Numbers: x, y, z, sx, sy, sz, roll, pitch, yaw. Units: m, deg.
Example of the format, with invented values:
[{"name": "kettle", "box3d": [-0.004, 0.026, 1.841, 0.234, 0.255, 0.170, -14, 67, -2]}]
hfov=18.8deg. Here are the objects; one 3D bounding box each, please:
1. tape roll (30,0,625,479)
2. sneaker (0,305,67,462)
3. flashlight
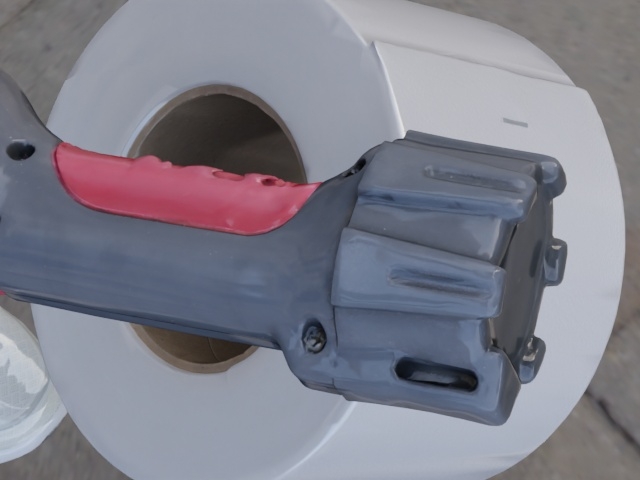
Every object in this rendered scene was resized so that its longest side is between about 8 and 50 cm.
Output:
[{"name": "tape roll", "box3d": [0.000, 0.000, 0.926, 0.169, 0.246, 0.246, 7, 103, -49]}, {"name": "sneaker", "box3d": [-0.272, 0.026, 1.097, 0.292, 0.118, 0.110, 32, 63, 7]}, {"name": "flashlight", "box3d": [-0.062, -0.017, 0.715, 0.304, 0.103, 0.103, 8, 116, 22]}]
